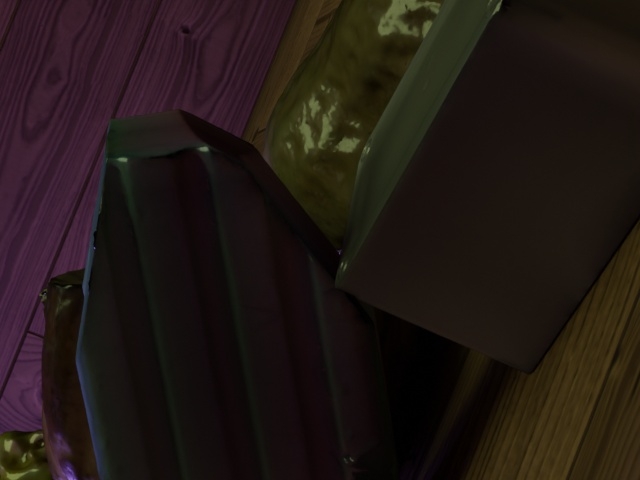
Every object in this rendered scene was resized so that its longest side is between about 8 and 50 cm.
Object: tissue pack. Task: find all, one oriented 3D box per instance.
[{"bbox_3d":[0.121,-0.069,1.159,0.159,0.136,0.246,-77,12,-50],"label":"tissue pack"}]

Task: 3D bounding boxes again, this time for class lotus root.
[{"bbox_3d":[-0.077,0.121,1.456,0.316,0.316,0.250,179,97,-81],"label":"lotus root"}]

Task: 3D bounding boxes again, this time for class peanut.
[{"bbox_3d":[0.065,-0.108,1.517,0.387,0.169,0.192,124,160,-54],"label":"peanut"}]

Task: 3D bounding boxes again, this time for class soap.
[{"bbox_3d":[-0.057,0.077,1.255,0.109,0.193,0.324,-93,-6,-69],"label":"soap"}]

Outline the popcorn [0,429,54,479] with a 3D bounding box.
[{"bbox_3d":[-0.308,0.388,2.285,0.312,0.312,0.312,-158,90,-82],"label":"popcorn"}]
